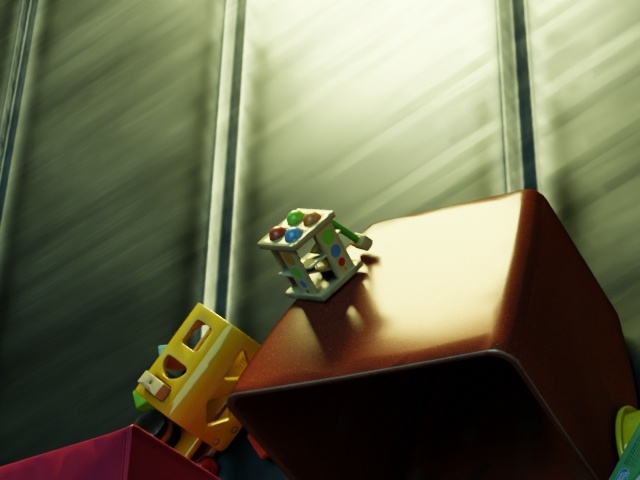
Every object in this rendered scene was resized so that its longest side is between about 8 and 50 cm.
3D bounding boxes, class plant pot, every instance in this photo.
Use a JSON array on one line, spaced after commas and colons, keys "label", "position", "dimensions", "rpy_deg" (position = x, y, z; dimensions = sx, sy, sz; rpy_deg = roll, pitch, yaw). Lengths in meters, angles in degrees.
[{"label": "plant pot", "position": [0.126, 0.112, 1.370], "dimensions": [0.267, 0.267, 0.235], "rpy_deg": [-12, 39, 33]}]

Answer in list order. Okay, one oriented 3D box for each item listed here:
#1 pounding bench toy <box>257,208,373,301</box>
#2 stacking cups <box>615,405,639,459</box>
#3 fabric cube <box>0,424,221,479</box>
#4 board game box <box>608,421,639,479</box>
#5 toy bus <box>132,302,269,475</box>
[{"label": "pounding bench toy", "position": [0.000, 0.000, 1.357], "dimensions": [0.083, 0.065, 0.052], "rpy_deg": [-41, 26, -29]}, {"label": "stacking cups", "position": [0.390, 0.135, 1.235], "dimensions": [0.316, 0.096, 0.096], "rpy_deg": [-19, 50, 28]}, {"label": "fabric cube", "position": [-0.205, 0.355, 1.450], "dimensions": [0.258, 0.254, 0.259], "rpy_deg": [-19, 50, 27]}, {"label": "board game box", "position": [0.358, 0.098, 1.170], "dimensions": [0.213, 0.046, 0.317], "rpy_deg": [13, 66, 52]}, {"label": "toy bus", "position": [-0.138, 0.164, 1.643], "dimensions": [0.191, 0.104, 0.202], "rpy_deg": [-23, 48, 26]}]
